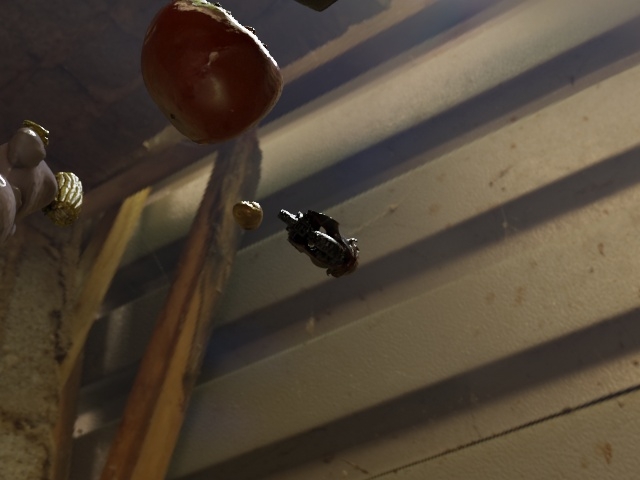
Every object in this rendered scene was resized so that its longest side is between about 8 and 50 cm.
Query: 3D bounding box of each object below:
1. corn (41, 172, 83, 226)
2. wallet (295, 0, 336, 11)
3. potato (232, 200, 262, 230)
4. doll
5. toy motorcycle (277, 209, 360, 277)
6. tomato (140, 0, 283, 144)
[{"bbox_3d":[-0.469,-0.076,1.304,0.072,0.072,0.203,-47,-154,2],"label":"corn"},{"bbox_3d":[-0.038,-0.583,1.444,0.228,0.406,0.062,-28,-104,30],"label":"wallet"},{"bbox_3d":[-0.158,-0.053,1.573,0.068,0.083,0.062,27,-129,22],"label":"potato"},{"bbox_3d":[-0.367,-0.036,0.789,0.160,0.094,0.365,-60,-167,16],"label":"doll"},{"bbox_3d":[0.001,-0.001,1.275,0.082,0.122,0.213,-49,-150,-2],"label":"toy motorcycle"},{"bbox_3d":[-0.259,-0.374,1.616,0.272,0.341,0.341,-51,-136,-4],"label":"tomato"}]
